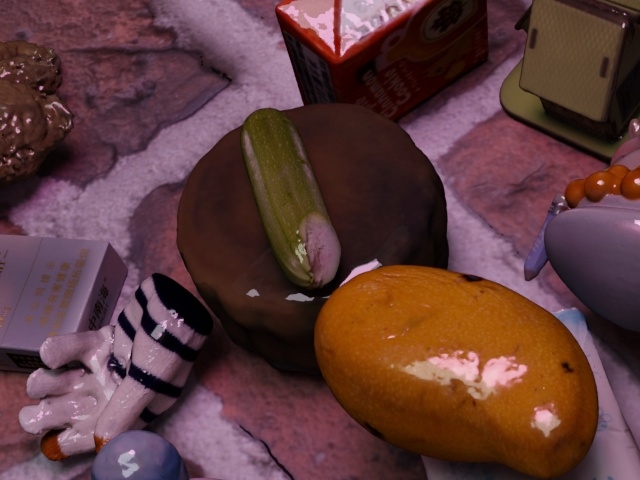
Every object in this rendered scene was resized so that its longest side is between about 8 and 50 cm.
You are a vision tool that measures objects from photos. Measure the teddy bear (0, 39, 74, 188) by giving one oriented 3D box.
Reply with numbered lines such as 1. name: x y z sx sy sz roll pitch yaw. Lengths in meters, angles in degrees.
1. teddy bear: -0.428 -0.157 1.676 0.267 0.156 0.256 -36 55 -10

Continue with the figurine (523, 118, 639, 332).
1. figurine: 0.390 -0.046 1.290 0.382 0.205 0.224 -38 16 -30

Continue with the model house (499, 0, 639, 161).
1. model house: 0.298 -0.255 1.431 0.218 0.279 0.205 29 71 33

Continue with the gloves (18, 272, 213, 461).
1. gloves: -0.217 0.147 1.426 0.140 0.131 0.219 42 102 21

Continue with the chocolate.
1. chocolate: 0.082 -0.239 1.520 0.234 0.237 0.108 -34 69 -7

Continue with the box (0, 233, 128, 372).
1. box: -0.364 0.072 1.548 0.242 0.067 0.155 3 56 19

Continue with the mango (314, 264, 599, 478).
1. mango: 0.123 0.118 1.179 0.294 0.120 0.177 26 63 33

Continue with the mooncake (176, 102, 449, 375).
1. mooncake: 0.000 0.000 1.421 0.290 0.161 0.290 -8 53 11

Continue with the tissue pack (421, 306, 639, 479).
1. tissue pack: 0.197 0.216 1.233 0.201 0.124 0.271 -21 53 7

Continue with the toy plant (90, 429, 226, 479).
1. toy plant: -0.126 0.293 1.127 0.247 0.332 0.247 -1 69 4

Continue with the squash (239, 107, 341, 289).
1. squash: -0.033 -0.045 1.317 0.069 0.069 0.239 -21 51 3
